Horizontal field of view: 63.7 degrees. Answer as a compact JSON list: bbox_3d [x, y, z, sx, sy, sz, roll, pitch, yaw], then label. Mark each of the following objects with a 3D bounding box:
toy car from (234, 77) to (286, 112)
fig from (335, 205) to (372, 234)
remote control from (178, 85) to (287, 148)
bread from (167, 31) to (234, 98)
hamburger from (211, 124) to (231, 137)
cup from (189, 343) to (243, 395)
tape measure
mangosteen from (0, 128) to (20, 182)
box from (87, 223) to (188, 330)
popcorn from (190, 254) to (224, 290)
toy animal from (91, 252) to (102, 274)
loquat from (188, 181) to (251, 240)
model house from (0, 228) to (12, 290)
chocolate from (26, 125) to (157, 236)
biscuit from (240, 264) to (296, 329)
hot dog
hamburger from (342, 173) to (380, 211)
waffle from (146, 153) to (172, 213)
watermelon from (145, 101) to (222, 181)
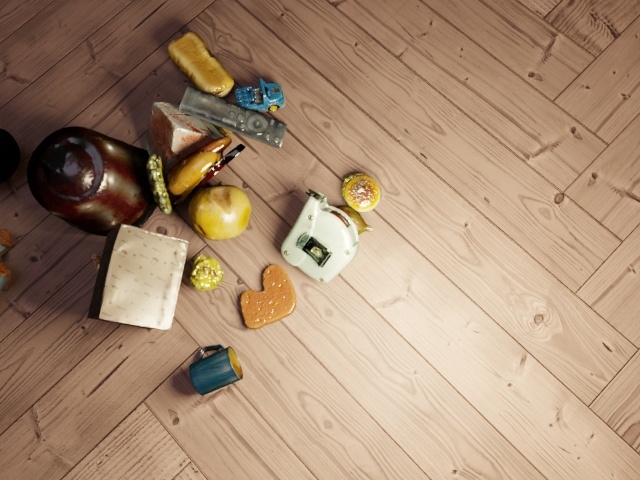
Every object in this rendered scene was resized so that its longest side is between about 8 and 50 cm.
[{"bbox_3d":[-0.228,-0.532,1.899,0.191,0.100,0.097,-13,71,-4],"label":"toy car"},{"bbox_3d":[0.104,-0.060,1.748,0.155,0.103,0.109,9,101,14],"label":"fig"},{"bbox_3d":[-0.307,-0.438,1.839,0.377,0.044,0.107,19,74,-13],"label":"remote control"},{"bbox_3d":[-0.453,-0.656,1.951,0.142,0.091,0.305,-35,75,-8],"label":"bread"},{"bbox_3d":[-0.364,-0.459,1.901,0.102,0.087,0.176,-40,81,-23],"label":"hamburger"},{"bbox_3d":[-0.336,0.412,1.658,0.138,0.150,0.113,-23,109,-1],"label":"cup"},{"bbox_3d":[-0.001,-0.001,1.678,0.246,0.125,0.243,36,116,10],"label":"tape measure"},{"bbox_3d":[-1.224,-0.334,1.812,0.275,0.275,0.302,-5,115,2],"label":"mangosteen"},{"bbox_3d":[-0.588,0.128,1.656,0.225,0.190,0.297,17,71,-30],"label":"box"},{"bbox_3d":[-0.381,0.113,1.731,0.106,0.116,0.120,16,35,0],"label":"popcorn"},{"bbox_3d":[-0.676,0.134,1.751,0.184,0.104,0.185,-8,70,-7],"label":"toy animal"},{"bbox_3d":[-0.338,-0.100,1.734,0.213,0.213,0.213,-1,75,3],"label":"loquat"},{"bbox_3d":[-1.186,0.091,1.729,0.329,0.252,0.295,-43,76,-14],"label":"model house"},{"bbox_3d":[-0.779,-0.226,1.738,0.384,0.331,0.383,-1,72,4],"label":"chocolate"},{"bbox_3d":[-0.181,0.188,1.733,0.192,0.036,0.186,-23,72,-2],"label":"biscuit"},{"bbox_3d":[-0.420,-0.258,1.779,0.326,0.194,0.107,-42,107,-3],"label":"hot dog"},{"bbox_3d":[0.141,-0.165,1.784,0.126,0.081,0.141,-22,76,-2],"label":"hamburger"},{"bbox_3d":[-0.549,-0.190,1.745,0.054,0.223,0.204,-12,99,-13],"label":"waffle"},{"bbox_3d":[-0.514,-0.359,1.821,0.262,0.201,0.213,-40,72,1],"label":"watermelon"}]
